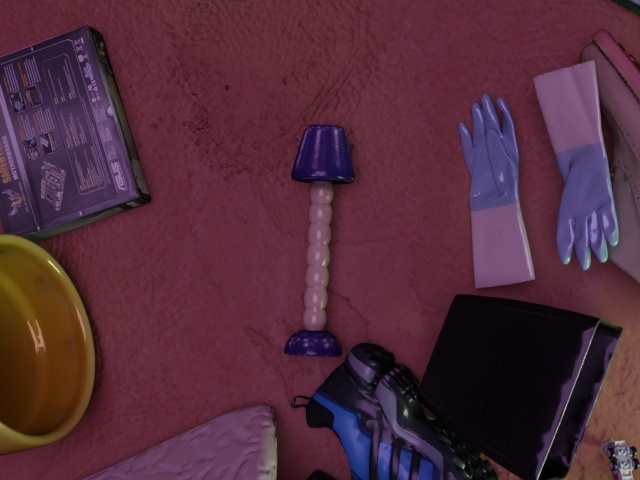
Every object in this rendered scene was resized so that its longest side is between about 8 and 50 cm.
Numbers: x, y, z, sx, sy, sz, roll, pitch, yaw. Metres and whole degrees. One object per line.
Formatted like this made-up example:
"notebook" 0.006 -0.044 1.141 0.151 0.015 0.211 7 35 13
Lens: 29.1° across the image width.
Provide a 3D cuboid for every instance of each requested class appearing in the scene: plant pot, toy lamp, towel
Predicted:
"plant pot" -0.438 0.144 1.469 0.239 0.254 0.254 -18 84 24
"toy lamp" 0.000 0.000 1.475 0.080 0.080 0.275 1 89 10
"towel" -0.189 0.341 1.379 0.317 0.332 0.053 -25 115 10
"plant pot" 0.217 0.152 1.385 0.167 0.188 0.187 21 91 21

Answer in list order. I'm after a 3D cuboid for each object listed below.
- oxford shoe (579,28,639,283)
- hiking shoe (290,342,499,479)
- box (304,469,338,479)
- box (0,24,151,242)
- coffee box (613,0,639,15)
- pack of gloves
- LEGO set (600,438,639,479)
"oxford shoe" 0.363 -0.046 1.388 0.146 0.140 0.397 -26 77 21
"hiking shoe" 0.107 0.266 1.439 0.132 0.113 0.304 -43 73 16
"box" 0.058 0.387 1.400 0.247 0.163 0.142 27 93 9
"box" -0.333 -0.130 1.547 0.183 0.056 0.231 -19 84 9
"coffee box" 0.401 -0.356 1.443 0.113 0.040 0.184 30 93 9
"pack of gloves" 0.256 -0.070 1.426 0.195 0.046 0.232 -12 81 43
"LEGO set" 0.349 0.339 1.372 0.182 0.060 0.244 42 64 6
